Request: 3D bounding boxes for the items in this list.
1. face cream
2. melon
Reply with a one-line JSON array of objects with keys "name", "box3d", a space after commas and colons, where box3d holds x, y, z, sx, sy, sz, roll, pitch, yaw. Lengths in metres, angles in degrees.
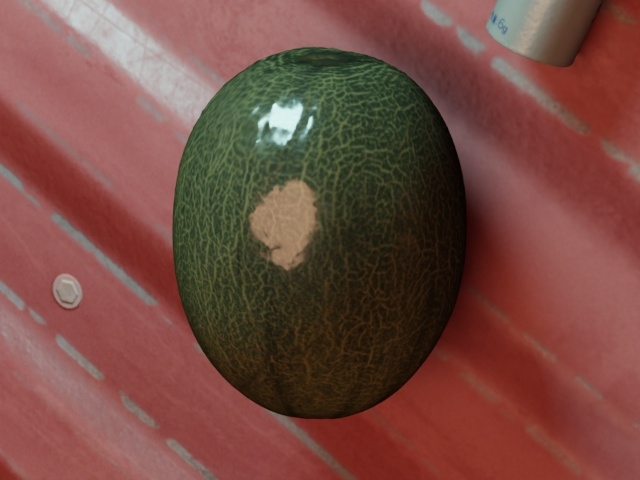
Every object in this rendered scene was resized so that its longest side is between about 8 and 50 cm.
[{"name": "face cream", "box3d": [0.207, -0.256, 1.195, 0.077, 0.077, 0.250, 32, 118, 18]}, {"name": "melon", "box3d": [0.000, 0.000, 1.283, 0.238, 0.237, 0.301, 13, 113, 26]}]
